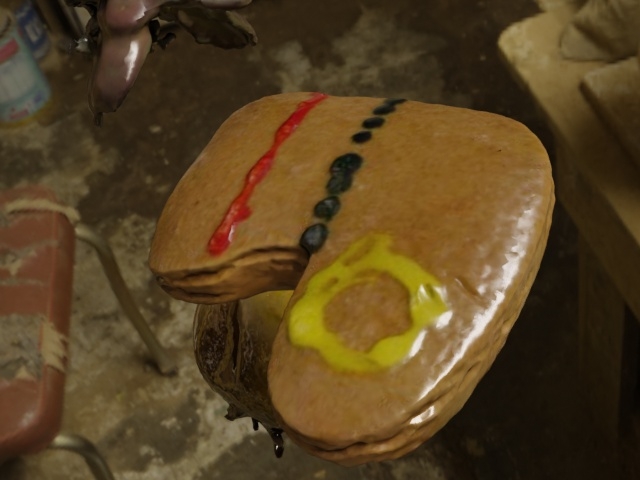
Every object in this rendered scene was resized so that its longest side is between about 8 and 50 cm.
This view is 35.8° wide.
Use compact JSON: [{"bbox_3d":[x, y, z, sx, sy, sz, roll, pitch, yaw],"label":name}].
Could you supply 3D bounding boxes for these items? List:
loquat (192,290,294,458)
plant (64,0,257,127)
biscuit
[{"bbox_3d":[-0.021,0.090,0.918,0.213,0.213,0.213,-8,49,9],"label":"loquat"},{"bbox_3d":[-0.115,-0.238,0.738,0.204,0.234,0.178,-29,3,-39],"label":"plant"},{"bbox_3d":[0.000,-0.001,0.626,0.277,0.052,0.262,14,52,33],"label":"biscuit"}]
